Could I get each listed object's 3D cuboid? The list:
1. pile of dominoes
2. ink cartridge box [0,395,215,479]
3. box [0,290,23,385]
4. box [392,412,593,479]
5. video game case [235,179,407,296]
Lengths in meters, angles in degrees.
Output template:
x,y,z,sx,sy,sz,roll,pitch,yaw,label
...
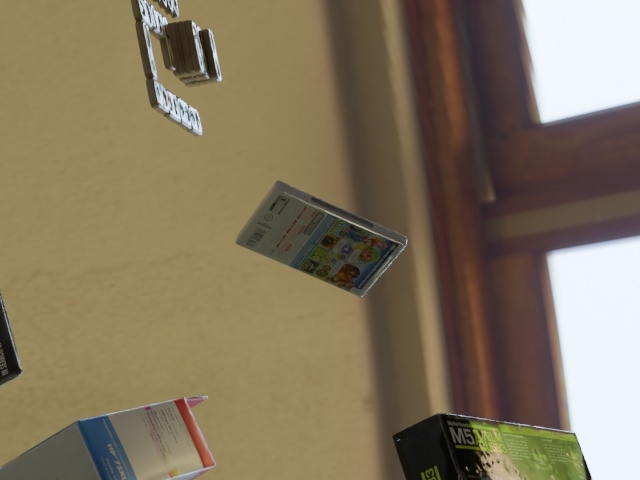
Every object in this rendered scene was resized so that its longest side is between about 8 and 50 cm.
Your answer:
x,y,z,sx,sy,sz,roll,pitch,yaw,label
-0.150,-0.219,1.785,0.251,0.040,0.196,30,-131,-83,pile of dominoes
-0.195,0.216,1.603,0.231,0.134,0.078,-4,-115,-63,ink cartridge box
-0.278,-0.020,0.735,0.242,0.076,0.307,-27,-49,-24,box
0.137,0.208,1.101,0.191,0.045,0.184,14,-130,-54,box
0.000,0.000,1.435,0.122,0.087,0.011,24,-132,-13,video game case
